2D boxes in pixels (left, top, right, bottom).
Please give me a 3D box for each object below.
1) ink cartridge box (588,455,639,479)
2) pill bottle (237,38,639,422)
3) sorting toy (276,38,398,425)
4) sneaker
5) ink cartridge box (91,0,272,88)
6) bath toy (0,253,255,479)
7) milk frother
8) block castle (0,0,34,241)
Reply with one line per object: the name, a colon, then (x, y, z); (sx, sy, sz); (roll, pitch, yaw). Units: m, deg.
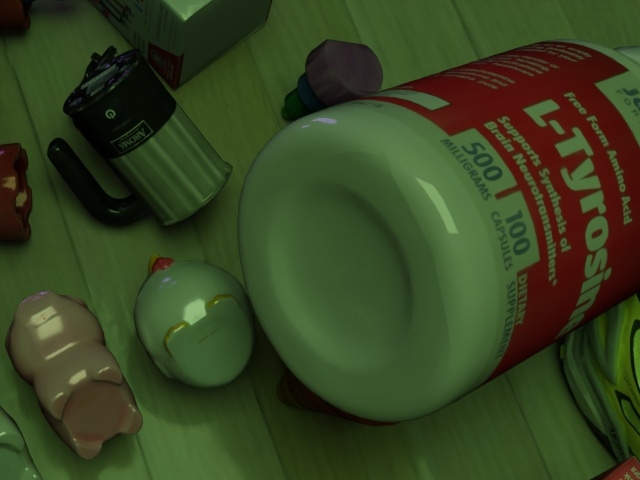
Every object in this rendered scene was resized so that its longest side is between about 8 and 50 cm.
ink cartridge box: (0.162, 0.290, 1.021); (0.237, 0.172, 0.100); (-34, 78, -21)
pill bottle: (0.150, -0.032, 1.035); (0.407, 0.229, 0.229); (-23, 73, -42)
sorting toy: (0.000, 0.000, 1.145); (0.127, 0.126, 0.366); (16, 59, -34)
sneaker: (0.340, 0.203, 1.105); (0.145, 0.147, 0.385); (-28, 77, -21)
ink cartridge box: (-0.143, -0.262, 1.207); (0.127, 0.128, 0.176); (-40, 79, -22)
bath toy: (-0.222, 0.108, 1.054); (0.348, 0.129, 0.151); (-26, 120, -17)
milk frother: (-0.161, -0.099, 1.162); (0.135, 0.129, 0.143); (53, 31, -25)
block castle: (-0.299, -0.209, 0.986); (0.212, 0.453, 0.303); (-3, 68, -4)
